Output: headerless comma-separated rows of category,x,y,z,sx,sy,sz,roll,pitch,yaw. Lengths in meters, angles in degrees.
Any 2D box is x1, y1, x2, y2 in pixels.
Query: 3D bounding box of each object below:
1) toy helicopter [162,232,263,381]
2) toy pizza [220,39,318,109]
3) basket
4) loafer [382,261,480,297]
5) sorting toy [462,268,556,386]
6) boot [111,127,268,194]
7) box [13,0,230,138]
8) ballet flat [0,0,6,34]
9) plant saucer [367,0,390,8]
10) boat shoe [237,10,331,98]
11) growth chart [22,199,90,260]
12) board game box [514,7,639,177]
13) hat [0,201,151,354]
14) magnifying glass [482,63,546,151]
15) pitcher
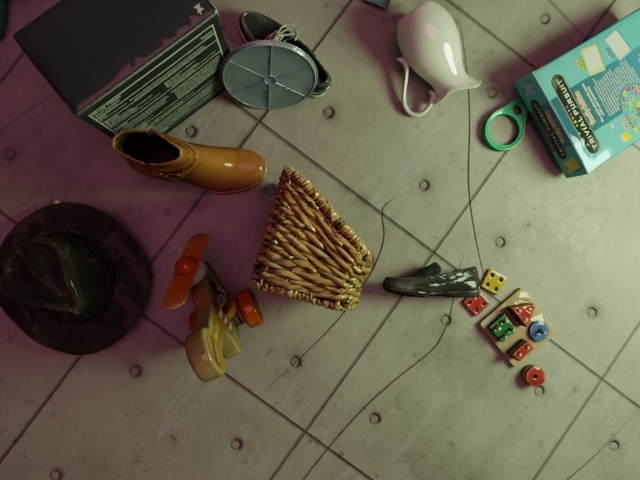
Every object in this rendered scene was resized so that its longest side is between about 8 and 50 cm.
toy helicopter,-0.208,0.129,0.851,0.140,0.355,0.235,-22,107,-4
toy pizza,-0.106,-0.345,0.955,0.201,0.201,0.032,-2,69,-4
basket,0.000,0.000,0.895,0.213,0.299,0.223,15,88,-3
loafer,0.247,0.088,1.025,0.223,0.076,0.078,2,83,-8
sorting toy,0.451,0.193,1.047,0.132,0.046,0.274,-39,91,-4
boot,-0.251,-0.167,0.923,0.283,0.220,0.109,9,88,-3
box,-0.339,-0.350,0.886,0.296,0.294,0.183,-39,91,-4
ballet flat,-0.709,-0.572,0.972,0.096,0.095,0.281,15,88,9
plant saucer,0.157,-0.631,1.064,0.067,0.018,0.192,21,86,-3
boat shoe,-0.080,-0.418,1.011,0.095,0.079,0.254,-44,92,-5
growth chart,-0.556,0.045,0.998,0.172,0.021,0.237,-37,91,-4
board game box,0.651,-0.337,1.044,0.336,0.079,0.254,-31,94,-7
hat,-0.520,0.076,0.923,0.331,0.134,0.332,0,86,-5
magnifying glass,0.462,-0.310,1.071,0.092,0.026,0.231,35,86,-2
pitcher,0.232,-0.397,1.020,0.177,0.125,0.207,-29,102,11
